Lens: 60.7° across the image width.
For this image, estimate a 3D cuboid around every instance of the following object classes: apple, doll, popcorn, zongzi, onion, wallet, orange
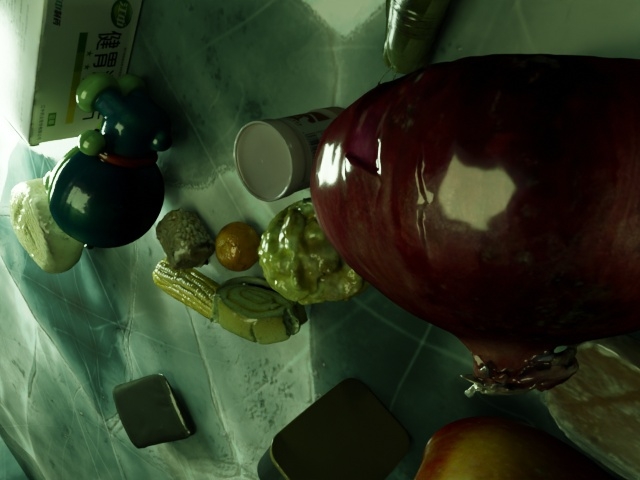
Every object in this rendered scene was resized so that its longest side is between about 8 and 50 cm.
[{"bbox_3d":[0.213,0.351,0.596,0.317,0.288,0.288,18,118,23],"label":"apple"},{"bbox_3d":[-0.362,-0.117,0.954,0.186,0.198,0.322,34,118,11],"label":"doll"},{"bbox_3d":[0.005,0.010,0.718,0.173,0.173,0.142,-22,97,43],"label":"popcorn"},{"bbox_3d":[0.087,-0.256,0.625,0.154,0.062,0.130,109,142,-51],"label":"zongzi"},{"bbox_3d":[0.164,-0.003,0.440,0.347,0.347,0.285,6,97,39],"label":"onion"},{"bbox_3d":[-0.398,0.403,1.293,0.245,0.052,0.168,-24,91,39],"label":"wallet"},{"bbox_3d":[-0.134,0.011,0.891,0.083,0.070,0.083,5,98,41],"label":"orange"}]

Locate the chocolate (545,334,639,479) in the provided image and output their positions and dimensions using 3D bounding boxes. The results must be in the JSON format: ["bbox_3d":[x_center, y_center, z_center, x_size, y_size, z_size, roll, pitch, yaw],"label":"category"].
[{"bbox_3d":[0.362,0.186,0.531,0.254,0.080,0.157,34,141,28],"label":"chocolate"}]

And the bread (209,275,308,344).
[{"bbox_3d":[-0.098,0.112,0.867,0.156,0.117,0.064,21,118,33],"label":"bread"}]

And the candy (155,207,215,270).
[{"bbox_3d":[-0.245,0.002,0.983,0.095,0.085,0.110,-43,67,33],"label":"candy"}]

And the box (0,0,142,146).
[{"bbox_3d":[-0.443,-0.342,0.945,0.145,0.173,0.333,45,131,15],"label":"box"}]

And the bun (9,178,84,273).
[{"bbox_3d":[-0.596,-0.032,1.228,0.220,0.134,0.220,22,124,36],"label":"bun"}]

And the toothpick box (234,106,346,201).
[{"bbox_3d":[-0.023,-0.112,0.692,0.098,0.149,0.098,17,117,35],"label":"toothpick box"}]

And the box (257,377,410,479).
[{"bbox_3d":[0.017,0.313,0.797,0.144,0.201,0.090,46,135,16],"label":"box"}]

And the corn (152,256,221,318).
[{"bbox_3d":[-0.230,0.093,1.009,0.203,0.072,0.072,25,122,29],"label":"corn"}]
